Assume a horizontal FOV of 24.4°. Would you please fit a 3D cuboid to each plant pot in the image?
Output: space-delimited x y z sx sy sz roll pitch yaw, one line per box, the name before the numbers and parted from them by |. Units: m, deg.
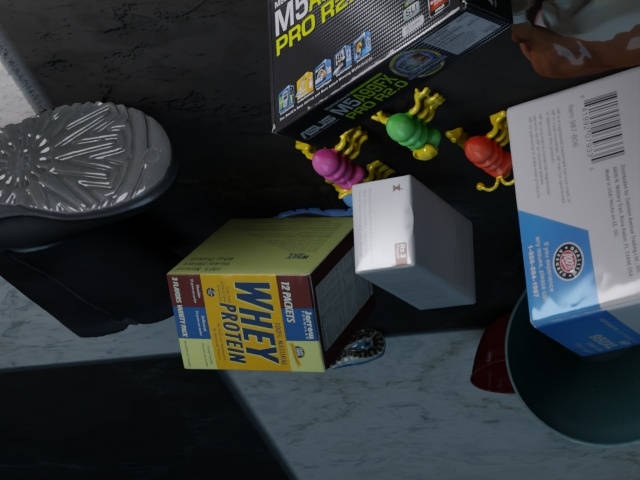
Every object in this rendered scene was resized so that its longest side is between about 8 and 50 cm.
plant pot | 0.415 0.136 2.184 0.290 0.290 0.195 -5 -171 7

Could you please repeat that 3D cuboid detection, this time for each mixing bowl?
mixing bowl | 0.330 0.176 2.417 0.181 0.098 0.181 -3 156 -1

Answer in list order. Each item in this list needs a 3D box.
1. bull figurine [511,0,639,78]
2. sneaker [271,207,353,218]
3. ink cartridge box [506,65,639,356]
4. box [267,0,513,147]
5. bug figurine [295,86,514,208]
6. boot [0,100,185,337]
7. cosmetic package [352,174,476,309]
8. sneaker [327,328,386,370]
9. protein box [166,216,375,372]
bull figurine | 0.338 -0.244 1.502 0.310 0.101 0.188 -17 148 25
sneaker | 0.000 0.000 2.027 0.188 0.078 0.067 -3 156 8
ink cartridge box | 0.436 -0.056 1.695 0.395 0.285 0.166 -16 154 28
box | 0.053 -0.235 1.354 0.060 0.216 0.270 15 151 -36
bug figurine | 0.102 -0.094 1.839 0.279 0.072 0.216 -20 150 35
boot | -0.266 -0.002 1.913 0.367 0.146 0.445 -3 154 21
cosmetic package | 0.119 0.007 1.846 0.085 0.117 0.231 -9 161 24
sneaker | 0.034 0.194 2.475 0.162 0.063 0.073 -8 158 12
protein box | -0.059 0.067 1.926 0.200 0.136 0.201 0 -159 22
